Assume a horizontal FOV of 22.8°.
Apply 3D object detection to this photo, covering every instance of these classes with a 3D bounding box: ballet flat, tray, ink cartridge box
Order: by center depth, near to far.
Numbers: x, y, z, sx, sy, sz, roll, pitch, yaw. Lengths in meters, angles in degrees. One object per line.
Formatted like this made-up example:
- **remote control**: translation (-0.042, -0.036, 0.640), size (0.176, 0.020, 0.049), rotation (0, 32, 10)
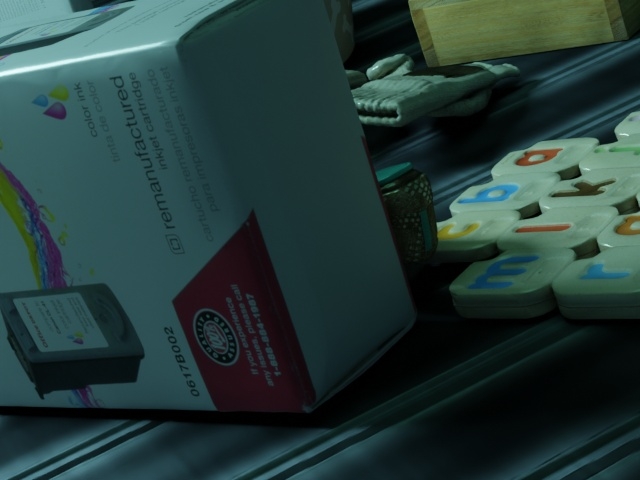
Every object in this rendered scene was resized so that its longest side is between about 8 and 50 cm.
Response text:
- **ink cartridge box**: translation (-0.121, -0.020, 0.955), size (0.306, 0.226, 0.131), rotation (-5, 22, 37)
- **ballet flat**: translation (0.000, 0.000, 1.015), size (0.073, 0.067, 0.206), rotation (-28, 11, -32)
- **tray**: translation (0.274, -0.287, 1.527), size (0.203, 0.076, 0.411), rotation (-4, 25, 37)

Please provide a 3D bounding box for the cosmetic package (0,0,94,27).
- **cosmetic package**: translation (-0.433, -0.315, 1.811), size (0.284, 0.377, 0.097), rotation (-16, 19, 9)

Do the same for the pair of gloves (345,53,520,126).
- **pair of gloves**: translation (0.019, -0.130, 1.298), size (0.240, 0.042, 0.204), rotation (9, 14, 36)

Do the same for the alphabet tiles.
- **alphabet tiles**: translation (0.203, -0.027, 0.972), size (0.278, 0.021, 0.284), rotation (-2, 26, 39)

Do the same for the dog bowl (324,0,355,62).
- **dog bowl**: translation (-0.124, -0.196, 1.617), size (0.348, 0.102, 0.349), rotation (-17, 19, 6)
